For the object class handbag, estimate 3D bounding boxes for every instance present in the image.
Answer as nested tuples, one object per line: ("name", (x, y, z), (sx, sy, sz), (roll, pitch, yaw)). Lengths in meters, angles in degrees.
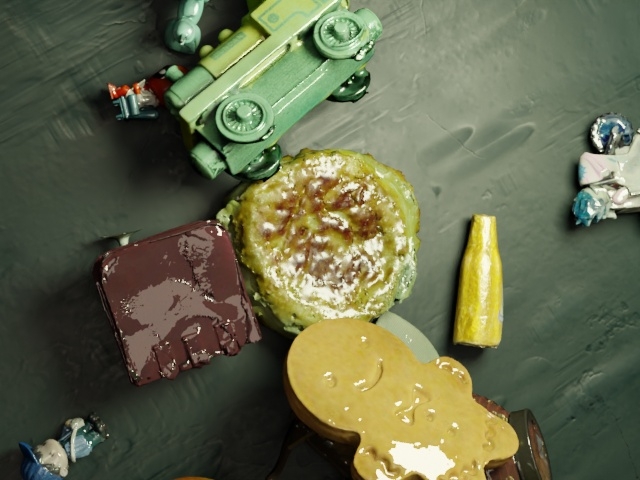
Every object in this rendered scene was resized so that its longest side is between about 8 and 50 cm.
("handbag", (-0.211, 0.091, 1.554), (0.203, 0.074, 0.216), (-21, 99, -16))

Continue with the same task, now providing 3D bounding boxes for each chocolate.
("chocolate", (0.261, 0.065, 1.728), (0.086, 0.085, 0.219), (4, 87, -14))

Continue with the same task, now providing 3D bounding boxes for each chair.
("chair", (0.061, 0.278, 1.653), (0.160, 0.319, 0.186), (41, 125, -9))

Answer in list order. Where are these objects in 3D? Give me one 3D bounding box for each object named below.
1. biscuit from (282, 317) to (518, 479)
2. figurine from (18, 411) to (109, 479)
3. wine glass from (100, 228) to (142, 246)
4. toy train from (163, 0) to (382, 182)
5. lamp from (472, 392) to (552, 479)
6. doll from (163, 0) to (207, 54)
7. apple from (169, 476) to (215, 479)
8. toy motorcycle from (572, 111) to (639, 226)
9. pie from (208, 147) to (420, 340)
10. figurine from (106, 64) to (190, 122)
("biscuit", (0.109, 0.238, 1.517), (0.355, 0.052, 0.275), (37, 46, 15))
("figurine", (-0.383, 0.317, 1.577), (0.136, 0.077, 0.079), (-24, 130, -28))
("wine glass", (-0.283, 0.085, 1.600), (0.066, 0.066, 0.198), (-12, 93, -14))
("toy train", (-0.086, -0.255, 1.574), (0.369, 0.150, 0.237), (-42, 74, -17))
("lamp", (0.238, 0.355, 1.648), (0.247, 0.247, 0.247), (0, 89, -14))
("doll", (-0.188, -0.364, 1.580), (0.059, 0.158, 0.159), (16, 92, -12))
("apple", (-0.209, 0.471, 1.554), (0.226, 0.246, 0.246), (-9, 92, 5))
("toy motorcycle", (0.510, -0.075, 1.780), (0.239, 0.108, 0.204), (42, 74, 13))
("pie", (0.000, 0.000, 1.650), (0.355, 0.103, 0.288), (-21, 98, -13))
("figurine", (-0.249, -0.222, 1.608), (0.140, 0.068, 0.075), (-17, 91, -12))
